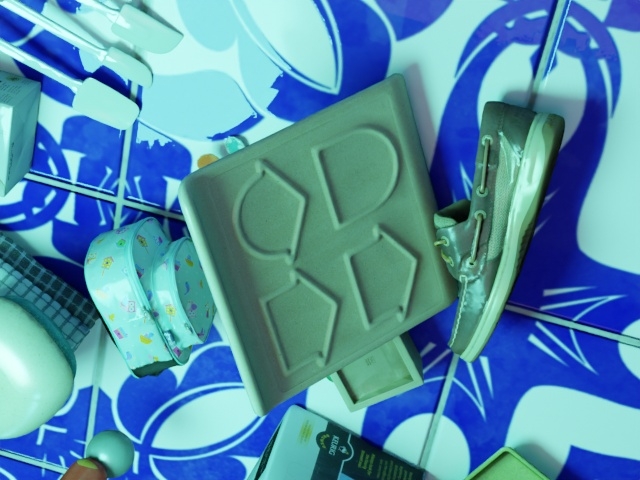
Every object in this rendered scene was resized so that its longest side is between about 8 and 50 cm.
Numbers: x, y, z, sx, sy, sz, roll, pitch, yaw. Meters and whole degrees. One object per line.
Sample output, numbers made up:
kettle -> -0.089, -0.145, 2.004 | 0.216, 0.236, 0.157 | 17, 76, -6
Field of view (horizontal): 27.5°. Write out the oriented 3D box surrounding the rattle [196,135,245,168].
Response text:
rattle -> -0.064, -0.041, 1.737 | 0.199, 0.143, 0.130 | 26, 89, 16

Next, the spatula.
spatula -> -0.319, -0.254, 1.668 | 0.242, 0.019, 0.168 | 27, 124, -15

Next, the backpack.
backpack -> -0.226, 0.066, 1.752 | 0.144, 0.166, 0.188 | -23, 113, 22

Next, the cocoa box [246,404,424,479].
cocoa box -> -0.019, 0.446, 1.803 | 0.228, 0.347, 0.231 | 27, 120, -3

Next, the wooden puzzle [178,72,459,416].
wooden puzzle -> 0.000, 0.000, 1.613 | 0.080, 0.347, 0.322 | 19, 132, 52

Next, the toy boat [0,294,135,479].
toy boat -> -0.383, 0.215, 1.757 | 0.267, 0.148, 0.318 | -27, 103, 42

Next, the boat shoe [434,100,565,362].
boat shoe -> 0.202, -0.012, 1.645 | 0.123, 0.123, 0.342 | 19, 116, 11

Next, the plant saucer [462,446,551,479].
plant saucer -> 0.274, 0.389, 1.878 | 0.188, 0.045, 0.188 | 39, 119, -9

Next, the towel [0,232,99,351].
towel -> -0.480, 0.134, 1.880 | 0.235, 0.121, 0.284 | 38, 118, -10

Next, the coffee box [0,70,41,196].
coffee box -> -0.508, -0.168, 1.732 | 0.246, 0.098, 0.141 | 17, 120, 4

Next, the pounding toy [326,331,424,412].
pounding toy -> 0.049, 0.146, 1.784 | 0.141, 0.100, 0.130 | -23, 111, 12
